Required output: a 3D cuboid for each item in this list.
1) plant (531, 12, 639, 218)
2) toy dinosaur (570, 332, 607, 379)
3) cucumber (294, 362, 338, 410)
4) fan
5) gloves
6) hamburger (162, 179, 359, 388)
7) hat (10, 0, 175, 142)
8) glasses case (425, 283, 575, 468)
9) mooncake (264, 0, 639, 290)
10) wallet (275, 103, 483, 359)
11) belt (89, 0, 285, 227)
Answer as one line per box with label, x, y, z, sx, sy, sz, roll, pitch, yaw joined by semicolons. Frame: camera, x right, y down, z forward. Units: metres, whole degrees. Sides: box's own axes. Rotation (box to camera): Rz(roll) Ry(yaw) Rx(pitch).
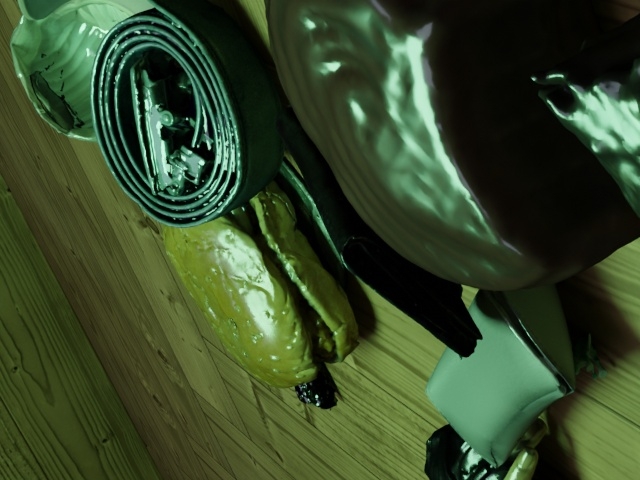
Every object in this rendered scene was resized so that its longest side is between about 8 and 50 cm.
plant;0.221;-0.103;0.778;0.199;0.188;0.276;17;138;62
toy dinosaur;0.230;0.092;1.377;0.062;0.021;0.083;-118;13;-46
cucumber;-0.031;0.153;2.130;0.053;0.053;0.181;15;133;65
fan;-0.006;0.008;1.869;0.294;0.012;0.223;51;162;22
gloves;0.185;0.240;1.620;0.164;0.124;0.203;34;165;11
hamburger;-0.080;0.046;1.891;0.283;0.144;0.259;61;168;3
hat;-0.251;-0.240;1.885;0.232;0.161;0.275;43;138;1
glasses case;0.176;0.113;1.433;0.128;0.083;0.308;60;164;15
mooncake;0.101;-0.108;1.125;0.334;0.174;0.326;47;158;30
wallet;0.053;-0.015;1.384;0.172;0.045;0.318;38;-167;-23
belt;-0.152;-0.148;1.704;0.206;0.116;0.268;-8;104;36
